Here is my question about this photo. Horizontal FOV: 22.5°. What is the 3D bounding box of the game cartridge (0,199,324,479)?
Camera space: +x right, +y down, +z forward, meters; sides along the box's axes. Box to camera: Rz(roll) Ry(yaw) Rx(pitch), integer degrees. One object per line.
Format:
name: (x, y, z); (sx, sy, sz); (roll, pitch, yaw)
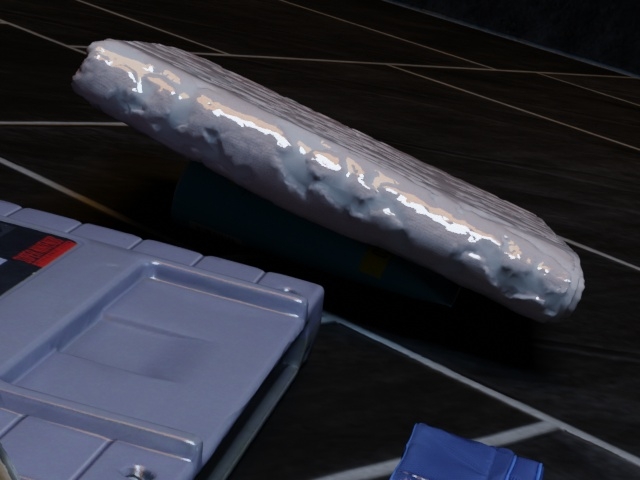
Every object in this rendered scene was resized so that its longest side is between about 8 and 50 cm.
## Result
game cartridge: (-0.139, 0.051, 0.756); (0.230, 0.068, 0.355); (19, 15, 6)

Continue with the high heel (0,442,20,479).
high heel: (-0.114, 0.057, 0.482); (0.261, 0.186, 0.093); (20, 16, 28)

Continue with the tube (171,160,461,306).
tube: (0.000, 0.000, 1.107); (0.207, 0.052, 0.080); (21, 22, 9)

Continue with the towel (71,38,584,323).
towel: (0.011, -0.048, 1.105); (0.332, 0.053, 0.317); (24, 7, 0)

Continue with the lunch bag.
lunch bag: (0.056, 0.119, 0.635); (0.065, 0.067, 0.098); (14, 15, 8)
